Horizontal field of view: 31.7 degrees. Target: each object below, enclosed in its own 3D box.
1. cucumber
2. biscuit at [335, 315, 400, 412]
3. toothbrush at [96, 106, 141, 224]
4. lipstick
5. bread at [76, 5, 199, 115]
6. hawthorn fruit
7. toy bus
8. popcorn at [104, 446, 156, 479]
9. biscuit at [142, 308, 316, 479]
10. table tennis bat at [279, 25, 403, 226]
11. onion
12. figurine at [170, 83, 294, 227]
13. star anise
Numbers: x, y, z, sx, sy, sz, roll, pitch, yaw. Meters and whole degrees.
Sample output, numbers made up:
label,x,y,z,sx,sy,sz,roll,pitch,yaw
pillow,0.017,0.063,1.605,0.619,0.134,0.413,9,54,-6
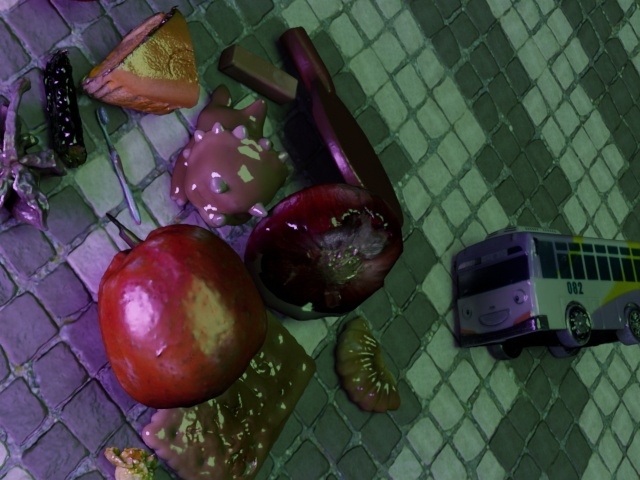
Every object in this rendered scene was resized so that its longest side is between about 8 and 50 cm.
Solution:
label,x,y,z,sx,sy,sz,roll,pitch,yaw
cucumber,-0.385,-0.200,1.698,0.053,0.053,0.182,0,77,-43
biscuit,0.087,0.229,2.001,0.118,0.061,0.183,-27,97,-42
toothbrush,-0.313,-0.116,1.760,0.013,0.019,0.193,-21,94,-44
lipstick,-0.108,-0.292,1.980,0.145,0.045,0.045,26,60,-36
bread,-0.285,-0.292,1.759,0.169,0.140,0.160,10,77,-40
hawthorn fruit,-0.227,0.086,1.630,0.300,0.254,0.254,52,49,-15
toy bus,0.477,0.104,2.291,0.440,0.209,0.249,4,74,-43
popcorn,-0.277,0.329,1.638,0.083,0.059,0.068,40,54,-17
biscuit,-0.135,0.254,1.802,0.217,0.044,0.325,50,50,-22
table tennis bat,0.041,-0.199,2.020,0.415,0.051,0.268,63,15,8
onion,0.000,0.000,1.878,0.272,0.272,0.195,27,34,-35
figurine,-0.131,-0.136,1.827,0.177,0.173,0.247,49,51,-20
star anise,-0.448,-0.123,1.590,0.209,0.089,0.231,-4,84,-44
